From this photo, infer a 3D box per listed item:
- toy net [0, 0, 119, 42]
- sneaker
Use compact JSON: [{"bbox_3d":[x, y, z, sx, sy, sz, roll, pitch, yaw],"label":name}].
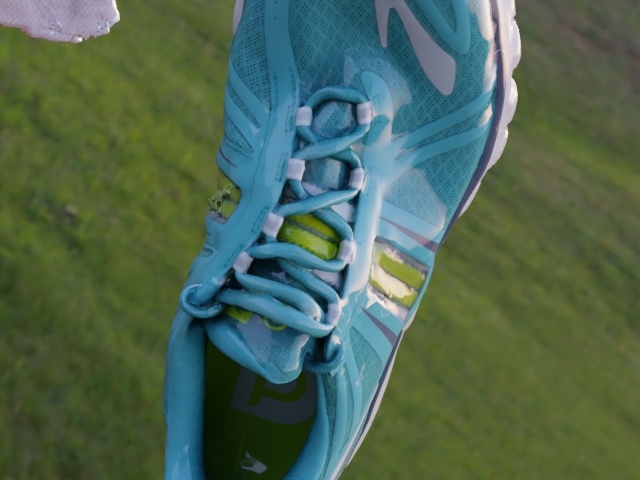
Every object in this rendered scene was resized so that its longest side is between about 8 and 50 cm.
[{"bbox_3d":[-0.165,-0.188,0.874,0.232,0.122,0.045,44,18,-35],"label":"toy net"},{"bbox_3d":[0.000,0.000,0.666,0.107,0.275,0.110,15,27,7],"label":"sneaker"}]
